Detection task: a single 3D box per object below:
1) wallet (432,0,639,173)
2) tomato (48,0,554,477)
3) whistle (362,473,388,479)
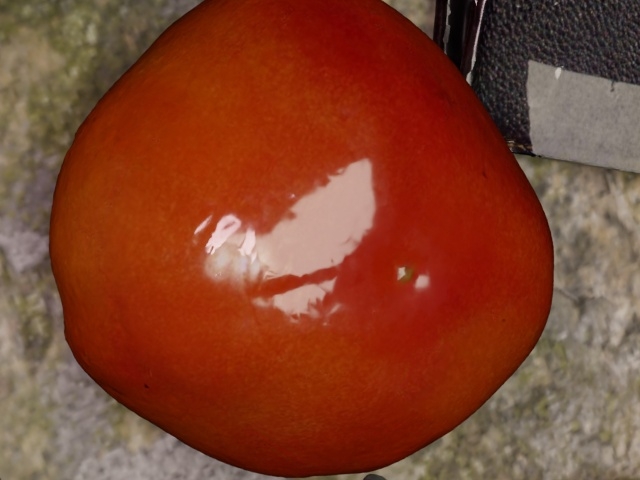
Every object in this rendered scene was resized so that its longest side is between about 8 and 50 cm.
[{"bbox_3d":[0.174,-0.174,0.897,0.221,0.071,0.262,6,93,-31],"label":"wallet"},{"bbox_3d":[-0.003,0.003,0.751,0.259,0.180,0.260,-3,96,-25],"label":"tomato"},{"bbox_3d":[0.176,0.241,0.828,0.404,0.168,0.188,12,95,-33],"label":"whistle"}]
